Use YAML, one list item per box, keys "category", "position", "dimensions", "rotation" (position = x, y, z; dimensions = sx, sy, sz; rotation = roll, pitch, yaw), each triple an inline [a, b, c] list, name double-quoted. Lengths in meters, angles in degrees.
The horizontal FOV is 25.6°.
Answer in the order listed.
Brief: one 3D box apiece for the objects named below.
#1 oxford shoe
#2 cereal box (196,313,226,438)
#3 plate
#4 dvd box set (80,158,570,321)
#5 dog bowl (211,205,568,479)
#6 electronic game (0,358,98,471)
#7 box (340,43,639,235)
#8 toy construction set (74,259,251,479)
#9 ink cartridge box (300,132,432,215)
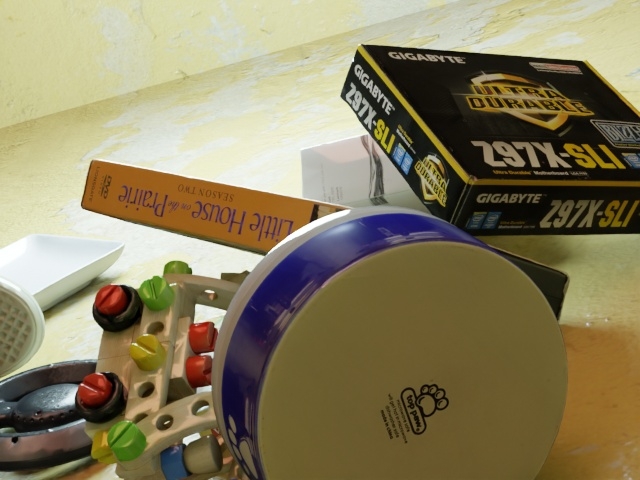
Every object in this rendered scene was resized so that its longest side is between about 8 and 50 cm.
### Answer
- category: "oxford shoe"
  position: [-0.537, 0.117, 1.810]
  dimensions: [0.449, 0.169, 0.130]
  rotation: [-11, 3, 25]
- category: "cereal box"
  position: [-0.044, 0.124, 1.487]
  dimensions: [0.173, 0.047, 0.240]
  rotation: [-17, 20, 5]
- category: "plate"
  position: [-0.449, 0.071, 2.009]
  dimensions: [0.278, 0.045, 0.277]
  rotation: [-32, 23, -35]
- category: "dvd box set"
  position: [0.000, 0.000, 1.448]
  dimensions: [0.420, 0.062, 0.308]
  rotation: [12, -2, 42]
- category: "dog bowl"
  position: [0.055, 0.112, 1.098]
  dimensions: [0.265, 0.264, 0.104]
  rotation: [-23, 22, -15]
- category: "electronic game"
  position: [-0.289, 0.189, 1.530]
  dimensions: [0.229, 0.048, 0.229]
  rotation: [-9, 19, 3]
- category: "box"
  position: [0.219, -0.109, 1.521]
  dimensions: [0.322, 0.079, 0.257]
  rotation: [0, 39, -30]
- category: "toy construction set"
  position: [-0.104, 0.119, 1.297]
  dimensions: [0.215, 0.151, 0.327]
  rotation: [-10, 34, 17]
- category: "ink cartridge box"
  position: [0.102, -0.070, 1.714]
  dimensions: [0.220, 0.092, 0.160]
  rotation: [-11, -21, 17]
